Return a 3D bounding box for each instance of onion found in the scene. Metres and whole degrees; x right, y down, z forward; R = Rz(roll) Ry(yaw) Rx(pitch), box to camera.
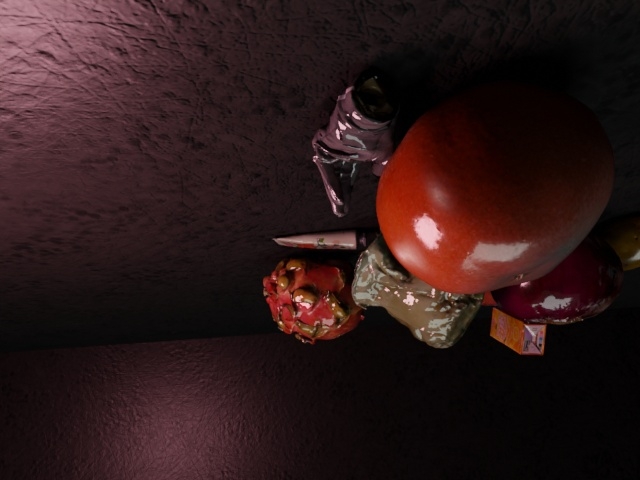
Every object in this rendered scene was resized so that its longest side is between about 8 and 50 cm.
[{"bbox_3d":[0.611,0.080,1.456,0.337,0.281,0.260,-3,166,31],"label":"onion"}]

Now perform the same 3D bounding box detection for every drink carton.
[{"bbox_3d":[0.582,0.266,1.627,0.071,0.095,0.223,4,-176,-5],"label":"drink carton"}]

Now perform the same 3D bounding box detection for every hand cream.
[{"bbox_3d":[0.000,0.000,1.389,0.234,0.050,0.080,-2,167,8],"label":"hand cream"}]

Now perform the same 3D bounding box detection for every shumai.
[{"bbox_3d":[0.218,0.125,1.384,0.289,0.329,0.292,-8,-169,-30],"label":"shumai"}]

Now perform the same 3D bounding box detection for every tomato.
[{"bbox_3d":[0.259,-0.058,0.820,0.342,0.272,0.341,-18,148,-12],"label":"tomato"}]

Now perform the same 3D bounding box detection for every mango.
[{"bbox_3d":[0.859,0.013,1.561,0.156,0.151,0.248,29,164,-5],"label":"mango"}]

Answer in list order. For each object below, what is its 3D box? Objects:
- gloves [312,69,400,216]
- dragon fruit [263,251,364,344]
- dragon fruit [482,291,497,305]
[{"bbox_3d":[0.060,-0.140,0.835,0.143,0.119,0.285,-2,148,-12],"label":"gloves"},{"bbox_3d":[-0.018,0.154,1.559,0.291,0.250,0.269,28,140,-35],"label":"dragon fruit"},{"bbox_3d":[0.636,0.120,1.762,0.291,0.189,0.290,1,170,0],"label":"dragon fruit"}]
